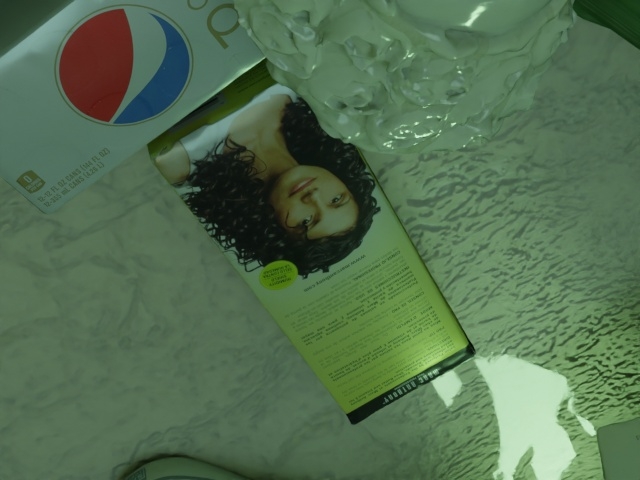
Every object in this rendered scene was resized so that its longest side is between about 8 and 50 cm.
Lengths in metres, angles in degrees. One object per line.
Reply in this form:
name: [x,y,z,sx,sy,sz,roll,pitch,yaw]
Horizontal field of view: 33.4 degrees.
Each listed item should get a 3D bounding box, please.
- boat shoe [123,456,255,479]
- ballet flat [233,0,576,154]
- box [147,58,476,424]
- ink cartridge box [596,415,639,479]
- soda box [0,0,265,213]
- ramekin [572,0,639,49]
boat shoe: [-0.028,0.207,0.699,0.228,0.081,0.079,22,117,-33]
ballet flat: [0.019,-0.171,0.283,0.147,0.147,0.408,-23,128,-3]
box: [0.000,0.000,0.557,0.087,0.058,0.232,-31,133,5]
ink cartridge box: [0.284,0.287,0.637,0.119,0.353,0.207,-19,152,31]
soda box: [-0.057,-0.108,0.438,0.216,0.069,0.074,-34,132,9]
ramekin: [0.219,-0.190,0.424,0.304,0.148,0.303,-11,131,-13]
